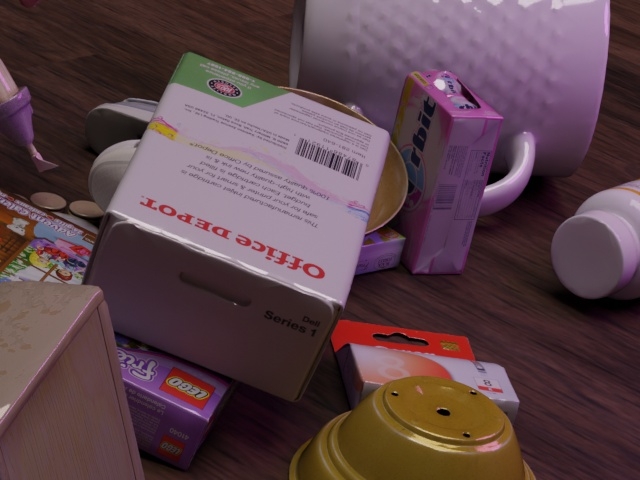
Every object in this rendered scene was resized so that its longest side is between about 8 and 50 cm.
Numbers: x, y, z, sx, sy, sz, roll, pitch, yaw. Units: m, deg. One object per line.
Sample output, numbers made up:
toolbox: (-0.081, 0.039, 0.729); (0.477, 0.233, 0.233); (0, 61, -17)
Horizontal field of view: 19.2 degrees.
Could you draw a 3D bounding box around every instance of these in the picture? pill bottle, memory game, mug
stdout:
pill bottle: (0.332, -0.003, 1.970); (0.117, 0.118, 0.208); (29, 28, 31)
memory game: (-0.252, -0.002, 1.794); (0.186, 0.012, 0.186); (12, 24, -5)
mug: (0.135, -0.182, 2.126); (0.328, 0.276, 0.374); (5, 56, -6)

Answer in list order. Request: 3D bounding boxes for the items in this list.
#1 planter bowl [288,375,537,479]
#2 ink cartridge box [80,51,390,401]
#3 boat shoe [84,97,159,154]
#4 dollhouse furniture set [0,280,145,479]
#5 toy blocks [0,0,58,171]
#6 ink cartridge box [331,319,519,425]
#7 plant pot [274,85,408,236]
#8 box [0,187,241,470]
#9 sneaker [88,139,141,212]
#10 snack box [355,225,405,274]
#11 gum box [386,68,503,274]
planter bowl: (0.089, 0.170, 1.506); (0.217, 0.090, 0.217); (12, 24, -5)
ink cartridge box: (-0.069, -0.017, 1.593); (0.201, 0.117, 0.278); (22, 34, -3)
boat shoe: (-0.136, -0.104, 1.994); (0.227, 0.079, 0.081); (19, 29, 20)
dollhouse furniture set: (-0.319, 0.164, 1.182); (0.394, 0.257, 0.362); (2, 31, 19)
toy blocks: (-0.406, -0.167, 1.877); (0.309, 0.260, 0.288); (-38, 21, -31)
ink cartridge box: (0.090, 0.108, 1.697); (0.145, 0.045, 0.179); (8, 27, -13)
plant pot: (-0.030, -0.070, 1.882); (0.236, 0.032, 0.236); (9, 42, -8)
box: (-0.203, 0.063, 1.571); (0.293, 0.057, 0.201); (25, 26, 3)
sneaker: (-0.119, 0.002, 1.744); (0.292, 0.110, 0.118); (32, 43, 28)
snack box: (0.000, 0.000, 1.889); (0.141, 0.037, 0.100); (-11, 35, -41)
gum box: (0.117, -0.073, 1.922); (0.062, 0.188, 0.107); (0, 28, -27)
